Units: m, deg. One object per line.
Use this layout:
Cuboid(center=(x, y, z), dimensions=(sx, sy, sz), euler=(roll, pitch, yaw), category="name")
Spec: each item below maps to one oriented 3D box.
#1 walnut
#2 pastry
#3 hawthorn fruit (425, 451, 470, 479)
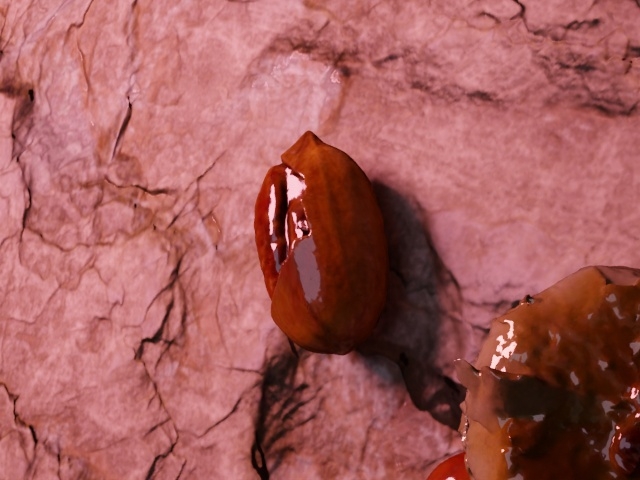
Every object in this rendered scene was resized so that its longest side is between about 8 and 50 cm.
Cuboid(center=(0.000, 0.000, 1.202), dimensions=(0.115, 0.115, 0.207), euler=(-18, 70, 36), category="walnut")
Cuboid(center=(0.219, 0.131, 0.943), dimensions=(0.256, 0.121, 0.236), euler=(-2, 80, 10), category="pastry")
Cuboid(center=(0.133, 0.220, 1.049), dimensions=(0.125, 0.125, 0.140), euler=(34, 144, 38), category="hawthorn fruit")
